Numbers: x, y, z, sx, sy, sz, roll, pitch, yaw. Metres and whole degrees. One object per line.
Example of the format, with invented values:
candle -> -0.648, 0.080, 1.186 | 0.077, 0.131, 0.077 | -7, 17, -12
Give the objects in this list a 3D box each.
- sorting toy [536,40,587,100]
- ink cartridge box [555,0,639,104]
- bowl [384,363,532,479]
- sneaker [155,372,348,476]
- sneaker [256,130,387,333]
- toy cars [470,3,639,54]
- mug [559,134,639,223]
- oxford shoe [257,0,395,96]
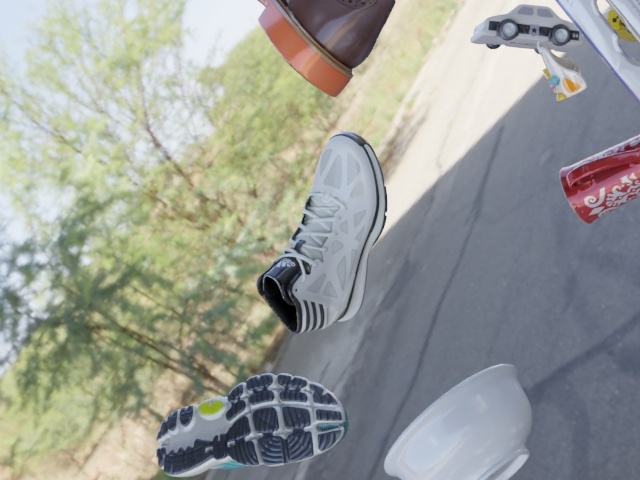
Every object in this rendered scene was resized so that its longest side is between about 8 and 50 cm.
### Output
sorting toy -> 0.316, -0.234, 1.095 | 0.045, 0.075, 0.083 | -34, 14, 22
ink cartridge box -> 0.224, -0.178, 0.441 | 0.072, 0.303, 0.307 | -31, -15, -3
bowl -> 0.268, 0.363, 1.429 | 0.298, 0.134, 0.298 | -28, -31, -19
sneaker -> -0.078, 0.229, 1.002 | 0.275, 0.110, 0.107 | -17, 66, 33
sneaker -> 0.001, 0.001, 1.732 | 0.257, 0.169, 0.447 | -21, -58, -53
toy cars -> 0.451, -0.376, 1.387 | 0.176, 0.394, 0.087 | 1, -86, -55
mug -> 0.518, -0.109, 1.424 | 0.169, 0.113, 0.150 | -29, 3, 33
oxford shoe -> -0.013, -0.232, 0.702 | 0.098, 0.097, 0.271 | -45, 48, 18
